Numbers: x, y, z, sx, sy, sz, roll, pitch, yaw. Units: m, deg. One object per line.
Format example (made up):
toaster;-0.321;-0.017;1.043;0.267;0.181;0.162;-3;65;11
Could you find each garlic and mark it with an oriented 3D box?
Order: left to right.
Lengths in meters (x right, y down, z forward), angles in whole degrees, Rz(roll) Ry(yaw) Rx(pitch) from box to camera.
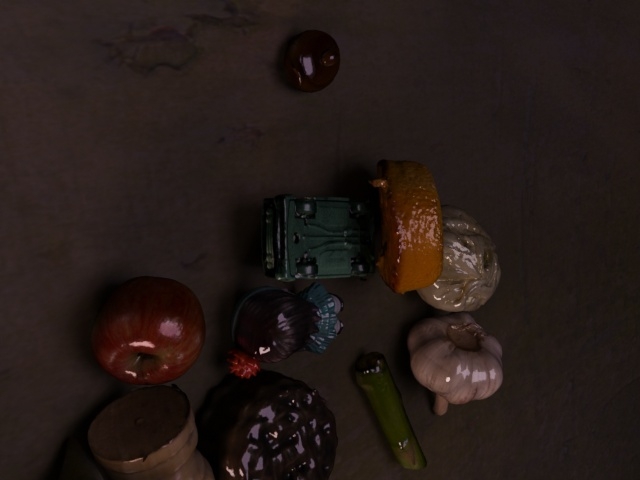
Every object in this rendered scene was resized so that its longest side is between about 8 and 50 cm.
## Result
garlic;0.247;0.260;1.690;0.199;0.199;0.226;-34;150;-43

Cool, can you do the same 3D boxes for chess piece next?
chess piece;-0.204;0.340;1.176;0.137;0.137;0.301;-48;139;-37

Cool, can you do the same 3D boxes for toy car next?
toy car;0.000;0.000;1.400;0.320;0.097;0.142;0;90;-60

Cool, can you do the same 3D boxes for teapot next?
teapot;-0.008;-0.292;1.404;0.129;0.078;0.098;-40;120;-40

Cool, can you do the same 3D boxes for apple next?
apple;-0.221;0.115;1.126;0.146;0.146;0.131;53;27;-35

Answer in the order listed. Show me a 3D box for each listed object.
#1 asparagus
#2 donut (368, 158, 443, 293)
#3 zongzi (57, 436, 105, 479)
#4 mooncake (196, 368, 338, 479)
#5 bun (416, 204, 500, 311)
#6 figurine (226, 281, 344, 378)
asparagus;0.132;0.326;1.600;0.278;0.060;0.067;68;27;-24
donut;0.143;-0.028;1.497;0.118;0.253;0.254;-7;98;-4
zongzi;-0.308;0.427;1.080;0.125;0.274;0.251;3;128;-41
mooncake;-0.077;0.311;1.310;0.228;0.124;0.228;-2;92;-47
bun;0.269;0.038;1.678;0.229;0.145;0.230;6;82;-47
figurine;-0.046;0.137;1.355;0.245;0.110;0.138;-1;95;-57
